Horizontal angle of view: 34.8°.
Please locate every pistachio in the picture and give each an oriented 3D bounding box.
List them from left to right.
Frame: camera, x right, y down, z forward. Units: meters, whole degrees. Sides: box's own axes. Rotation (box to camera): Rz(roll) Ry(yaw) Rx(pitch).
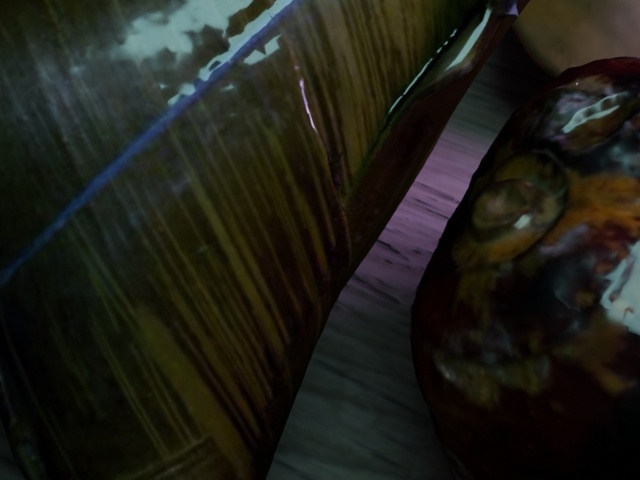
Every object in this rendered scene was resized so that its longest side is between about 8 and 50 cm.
[{"bbox_3d":[0.253,-0.179,0.739,0.261,0.163,0.212,15,80,-13],"label":"pistachio"}]

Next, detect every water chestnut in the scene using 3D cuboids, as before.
[{"bbox_3d":[0.187,0.046,0.553,0.289,0.244,0.289,1,63,-1],"label":"water chestnut"}]

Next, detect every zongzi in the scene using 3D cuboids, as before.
[{"bbox_3d":[0.000,0.000,0.530,0.403,0.208,0.432,-26,90,-1],"label":"zongzi"}]
